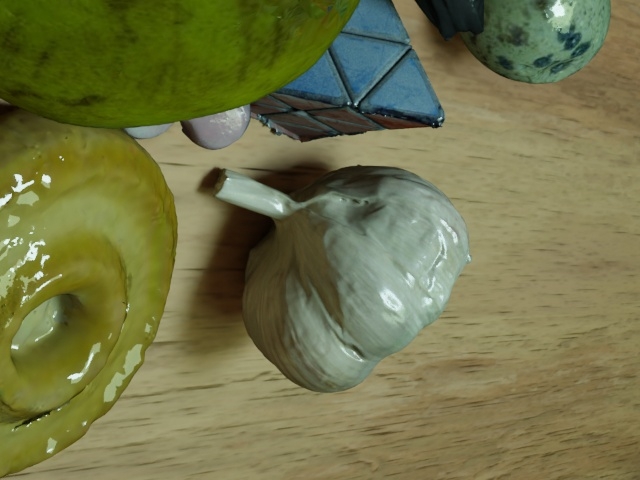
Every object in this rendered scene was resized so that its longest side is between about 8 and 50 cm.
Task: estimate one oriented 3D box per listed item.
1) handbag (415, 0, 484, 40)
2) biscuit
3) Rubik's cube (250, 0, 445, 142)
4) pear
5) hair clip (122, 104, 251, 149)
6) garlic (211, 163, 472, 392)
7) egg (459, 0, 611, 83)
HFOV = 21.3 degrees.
[{"bbox_3d":[0.050,-0.296,1.257,0.075,0.191,0.332,-20,148,11],"label":"handbag"},{"bbox_3d":[-0.210,0.047,1.199,0.296,0.102,0.296,-40,146,-34],"label":"biscuit"},{"bbox_3d":[-0.019,-0.185,1.343,0.190,0.211,0.178,12,82,-35],"label":"Rubik's cube"},{"bbox_3d":[-0.104,-0.197,1.018,0.321,0.269,0.269,-2,117,-42],"label":"pear"},{"bbox_3d":[-0.070,-0.186,1.234,0.146,0.075,0.257,16,98,-32],"label":"hair clip"},{"bbox_3d":[0.000,0.000,1.432,0.212,0.218,0.218,43,75,-24],"label":"garlic"},{"bbox_3d":[0.197,-0.213,1.565,0.182,0.141,0.141,24,93,-58],"label":"egg"}]
